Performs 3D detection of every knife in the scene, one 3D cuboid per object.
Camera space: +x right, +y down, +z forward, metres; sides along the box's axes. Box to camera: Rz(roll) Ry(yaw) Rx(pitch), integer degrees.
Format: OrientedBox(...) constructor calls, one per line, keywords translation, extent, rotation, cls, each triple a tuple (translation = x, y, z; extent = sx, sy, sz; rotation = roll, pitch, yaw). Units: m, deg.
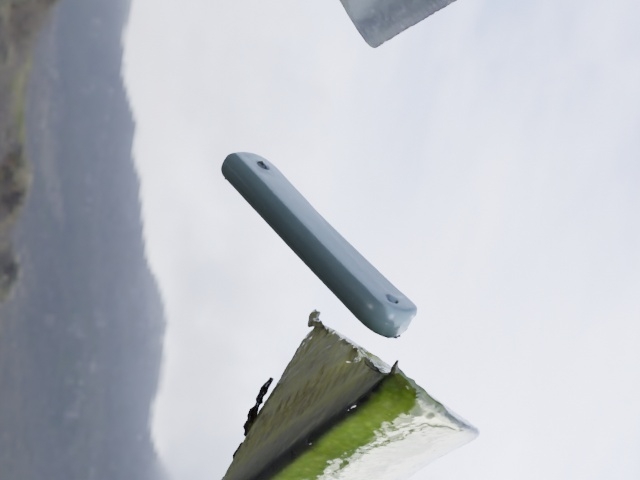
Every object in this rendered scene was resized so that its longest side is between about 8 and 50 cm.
OrientedBox(translation=(0.000, 0.000, 0.887), extent=(0.162, 0.044, 0.023), rotation=(46, -60, 32), cls="knife")

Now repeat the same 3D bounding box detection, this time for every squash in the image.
OrientedBox(translation=(0.043, 0.082, 0.850), extent=(0.252, 0.093, 0.169), rotation=(-45, -168, 53), cls="squash")

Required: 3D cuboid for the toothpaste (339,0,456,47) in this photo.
OrientedBox(translation=(-0.046, -0.203, 0.498), extent=(0.056, 0.314, 0.058), rotation=(-42, -163, -8), cls="toothpaste")
